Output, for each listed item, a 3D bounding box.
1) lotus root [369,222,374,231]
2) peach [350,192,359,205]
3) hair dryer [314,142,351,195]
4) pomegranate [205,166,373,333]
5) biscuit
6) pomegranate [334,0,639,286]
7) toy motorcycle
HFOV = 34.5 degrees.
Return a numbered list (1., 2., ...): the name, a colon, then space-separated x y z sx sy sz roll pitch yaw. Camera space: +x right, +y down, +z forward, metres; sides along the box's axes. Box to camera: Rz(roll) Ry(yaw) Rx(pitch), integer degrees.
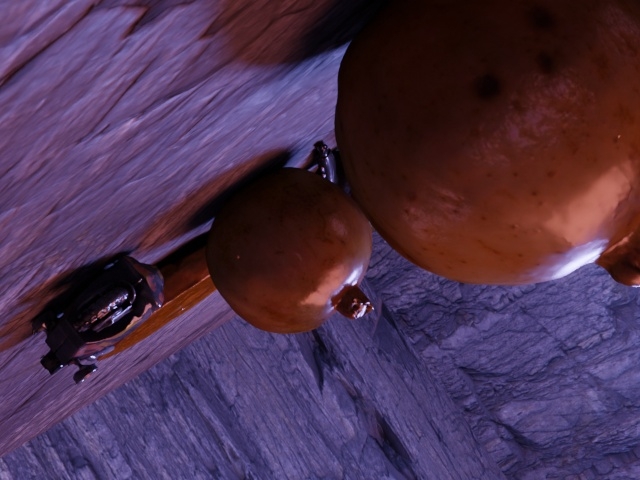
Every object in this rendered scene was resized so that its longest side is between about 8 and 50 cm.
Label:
1. lotus root: 0.093 -0.078 2.307 0.123 0.124 0.241 -37 173 22
2. peach: 0.086 -0.129 1.973 0.189 0.068 0.279 -24 -163 5
3. hair dryer: -0.002 -0.095 1.696 0.219 0.075 0.195 80 34 -66
4. pomegranate: -0.033 0.026 1.560 0.252 0.270 0.229 -41 168 -10
5. biscuit: -0.223 0.067 1.839 0.455 0.078 0.350 -35 173 -15
6. pomegranate: 0.217 -0.108 1.081 0.410 0.410 0.410 -35 175 -3
7. toy motorcycle: -0.308 0.108 1.468 0.173 0.108 0.307 -39 180 -32
